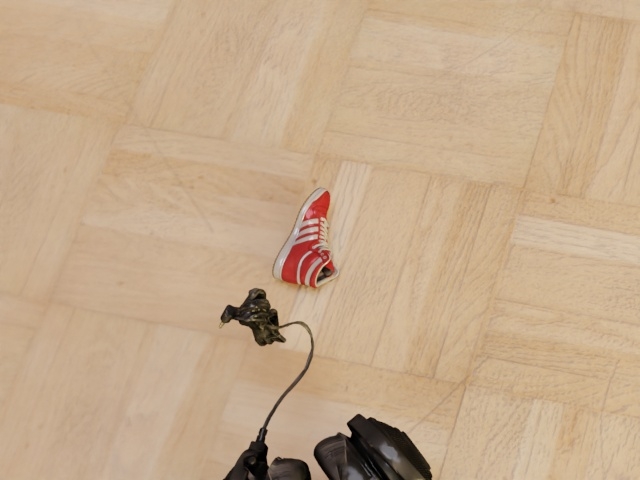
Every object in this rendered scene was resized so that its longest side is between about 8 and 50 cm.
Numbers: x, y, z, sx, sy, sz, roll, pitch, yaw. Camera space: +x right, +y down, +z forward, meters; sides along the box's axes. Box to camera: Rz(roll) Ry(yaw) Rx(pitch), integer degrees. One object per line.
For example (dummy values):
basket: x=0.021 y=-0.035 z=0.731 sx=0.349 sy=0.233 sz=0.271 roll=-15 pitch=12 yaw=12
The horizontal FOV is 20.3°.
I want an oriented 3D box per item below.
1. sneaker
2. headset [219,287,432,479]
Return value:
sneaker: x=0.000 y=0.000 z=2.001 sx=0.067 sy=0.042 sz=0.118 roll=18 pitch=73 yaw=26
headset: x=-0.007 y=0.246 z=1.772 sx=0.243 sy=0.185 sz=0.394 roll=-17 pitch=69 yaw=1
